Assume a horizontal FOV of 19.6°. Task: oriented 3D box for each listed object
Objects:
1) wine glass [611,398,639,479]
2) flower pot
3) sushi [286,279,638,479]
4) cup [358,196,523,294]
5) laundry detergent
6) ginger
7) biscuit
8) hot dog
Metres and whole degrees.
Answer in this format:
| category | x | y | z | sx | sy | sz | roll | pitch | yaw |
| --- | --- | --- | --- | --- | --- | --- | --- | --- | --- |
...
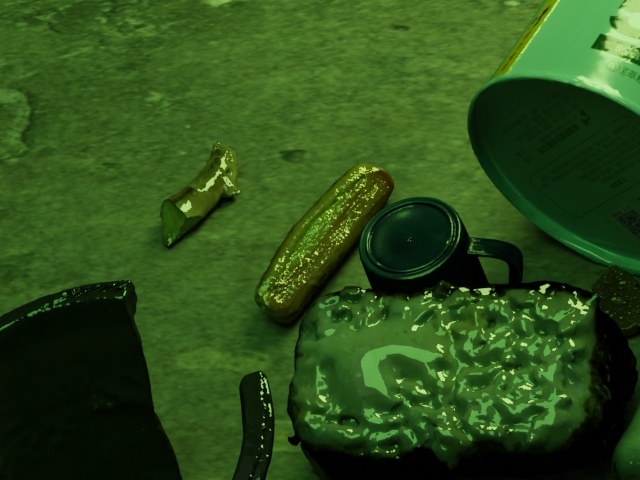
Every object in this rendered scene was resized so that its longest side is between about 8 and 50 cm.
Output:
| category | x | y | z | sx | sy | sz | roll | pitch | yaw |
| --- | --- | --- | --- | --- | --- | --- | --- | --- | --- |
| wine glass | 0.288 | 0.229 | 1.650 | 0.079 | 0.079 | 0.195 | 9 | 56 | 28 |
| flower pot | -0.196 | 0.261 | 1.699 | 0.379 | 0.251 | 0.379 | -10 | 50 | 11 |
| sushi | 0.118 | 0.151 | 1.724 | 0.343 | 0.182 | 0.196 | -5 | 55 | 18 |
| cup | 0.122 | 0.031 | 1.846 | 0.150 | 0.138 | 0.113 | -26 | 47 | -1 |
| laundry detergent | 0.340 | -0.168 | 1.827 | 0.287 | 0.287 | 0.305 | 19 | 61 | 33 |
| ginger | -0.136 | -0.052 | 2.088 | 0.137 | 0.044 | 0.057 | -48 | 33 | -22 |
| biscuit | 0.290 | 0.064 | 1.834 | 0.082 | 0.016 | 0.092 | -11 | 48 | 19 |
| hot dog | 0.000 | 0.000 | 1.984 | 0.066 | 0.047 | 0.216 | 36 | 67 | 1 |
